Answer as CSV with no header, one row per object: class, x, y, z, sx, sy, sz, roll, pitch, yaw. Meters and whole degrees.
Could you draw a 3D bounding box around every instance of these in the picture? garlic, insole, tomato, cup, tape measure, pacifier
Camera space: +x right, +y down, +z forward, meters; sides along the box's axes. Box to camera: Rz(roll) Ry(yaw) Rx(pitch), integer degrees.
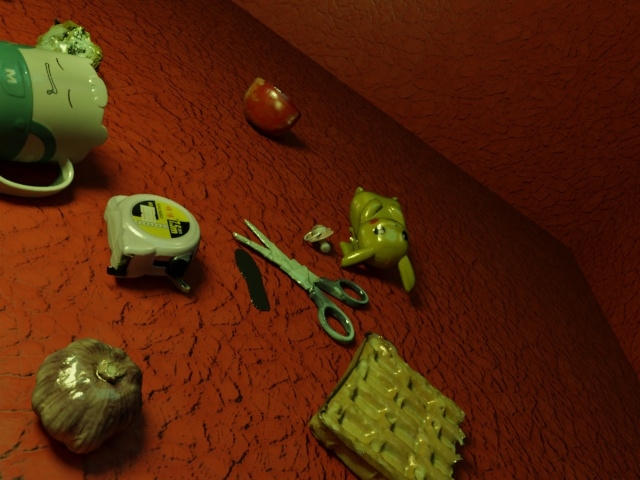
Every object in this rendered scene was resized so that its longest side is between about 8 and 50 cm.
garlic,-0.313,0.202,0.749,0.147,0.102,0.159,30,28,-13
insole,-0.154,0.085,1.227,0.064,0.004,0.188,14,35,-38
tomato,-0.182,-0.437,1.857,0.200,0.139,0.233,42,-8,-7
cup,-0.559,-0.223,1.015,0.258,0.219,0.289,-7,83,-54
tape measure,-0.324,-0.001,1.058,0.178,0.105,0.196,11,36,-30
pacifier,0.000,0.000,1.497,0.099,0.081,0.078,-119,-174,-75

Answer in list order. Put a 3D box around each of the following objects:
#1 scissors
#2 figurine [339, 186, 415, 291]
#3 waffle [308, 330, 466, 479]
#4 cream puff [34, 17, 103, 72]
scissors,-0.051,0.078,1.338,0.383,0.029,0.256,38,26,2
figurine,0.160,-0.018,1.598,0.218,0.169,0.326,12,31,-14
waffle,0.149,0.360,1.094,0.304,0.077,0.348,40,27,6
cream puff,-0.633,-0.463,1.379,0.156,0.121,0.156,0,90,-51
